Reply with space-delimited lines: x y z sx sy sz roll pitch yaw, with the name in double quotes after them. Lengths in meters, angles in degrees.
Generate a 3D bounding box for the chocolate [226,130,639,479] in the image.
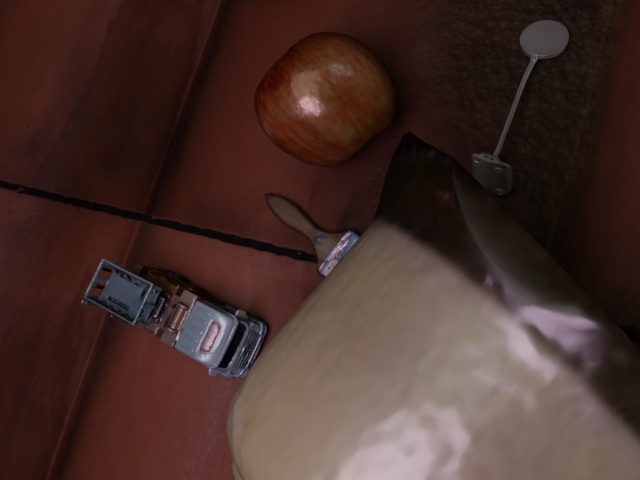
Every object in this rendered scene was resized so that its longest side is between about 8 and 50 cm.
0.072 0.143 0.527 0.297 0.314 0.326 -34 64 1 "chocolate"

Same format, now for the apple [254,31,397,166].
0.009 -0.151 0.765 0.146 0.146 0.131 -43 90 7 "apple"

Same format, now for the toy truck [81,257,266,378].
-0.159 0.085 0.783 0.178 0.115 0.080 22 84 27 "toy truck"

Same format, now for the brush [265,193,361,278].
0.000 0.000 0.793 0.196 0.021 0.070 40 94 31 "brush"

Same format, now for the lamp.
0.210 -0.144 0.738 0.050 0.056 0.198 18 71 29 "lamp"
